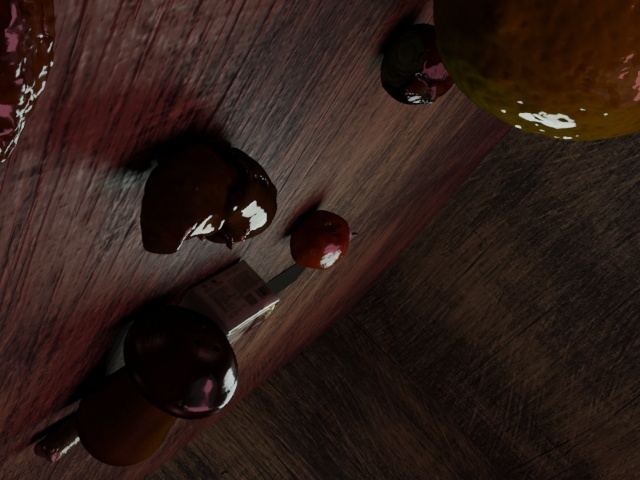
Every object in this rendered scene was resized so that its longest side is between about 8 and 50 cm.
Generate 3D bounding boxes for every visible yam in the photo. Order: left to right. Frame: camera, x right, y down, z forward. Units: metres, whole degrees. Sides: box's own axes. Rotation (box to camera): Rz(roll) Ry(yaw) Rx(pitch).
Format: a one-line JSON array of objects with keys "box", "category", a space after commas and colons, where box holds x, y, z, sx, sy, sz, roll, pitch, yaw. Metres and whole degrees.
[{"box": [-0.406, 0.323, 1.298, 0.057, 0.057, 0.241, -50, 170, 27], "category": "yam"}]

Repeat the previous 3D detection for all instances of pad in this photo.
[{"box": [-0.090, 0.098, 1.777, 0.211, 0.003, 0.143, -33, 164, -49], "category": "pad"}]

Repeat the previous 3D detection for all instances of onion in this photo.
[{"box": [0.145, -0.245, 1.034, 0.118, 0.119, 0.117, -36, -171, -38], "category": "onion"}]

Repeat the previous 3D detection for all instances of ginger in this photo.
[{"box": [-0.116, -0.046, 0.837, 0.133, 0.107, 0.309, -60, 172, 5], "category": "ginger"}]

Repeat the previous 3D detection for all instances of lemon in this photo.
[{"box": [0.306, -0.278, 0.804, 0.350, 0.387, 0.350, 22, 90, -85], "category": "lemon"}]

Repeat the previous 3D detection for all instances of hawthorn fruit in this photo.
[{"box": [0.000, 0.000, 1.446, 0.128, 0.128, 0.128, -43, 170, -10], "category": "hawthorn fruit"}]

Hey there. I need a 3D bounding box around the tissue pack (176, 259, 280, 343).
[{"box": [-0.165, 0.119, 1.281, 0.148, 0.106, 0.099, -30, 162, -52], "category": "tissue pack"}]

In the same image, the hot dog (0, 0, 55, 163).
[{"box": [-0.213, -0.083, 0.340, 0.160, 0.099, 0.227, -35, 163, -46], "category": "hot dog"}]

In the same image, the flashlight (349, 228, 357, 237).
[{"box": [0.042, -0.010, 1.789, 0.110, 0.052, 0.031, -25, 123, -46], "category": "flashlight"}]

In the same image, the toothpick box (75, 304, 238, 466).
[{"box": [-0.262, 0.235, 1.165, 0.294, 0.192, 0.192, -45, 171, 32], "category": "toothpick box"}]
